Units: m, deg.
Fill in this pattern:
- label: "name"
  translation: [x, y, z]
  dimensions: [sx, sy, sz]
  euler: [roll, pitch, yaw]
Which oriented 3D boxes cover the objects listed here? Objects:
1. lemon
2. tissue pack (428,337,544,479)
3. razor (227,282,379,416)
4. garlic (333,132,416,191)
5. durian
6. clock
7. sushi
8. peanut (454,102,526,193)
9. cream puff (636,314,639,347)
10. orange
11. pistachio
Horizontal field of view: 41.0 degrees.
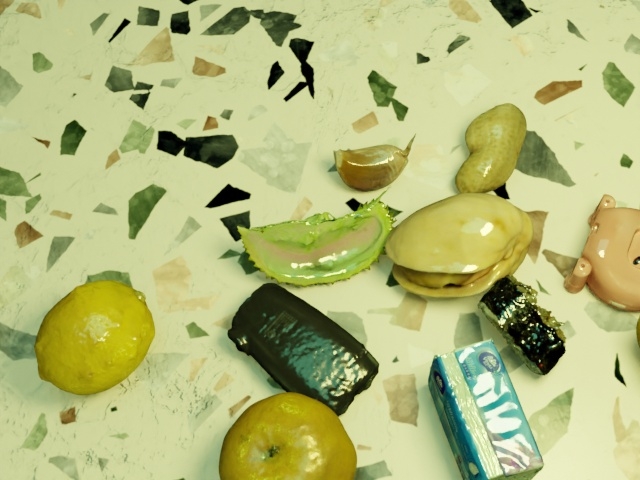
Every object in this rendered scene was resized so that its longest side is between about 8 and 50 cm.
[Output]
- label: "lemon"
  translation: [-0.492, 0.213, 1.863]
  dimensions: [0.288, 0.233, 0.233]
  euler: [-38, 67, -4]
- label: "tissue pack"
  translation: [0.325, 0.361, 1.715]
  dimensions: [0.146, 0.198, 0.263]
  euler: [-16, 65, -4]
- label: "razor"
  translation: [-0.042, 0.238, 1.865]
  dimensions: [0.327, 0.107, 0.189]
  euler: [36, 73, 21]
- label: "garlic"
  translation: [0.135, -0.184, 2.028]
  dimensions: [0.198, 0.129, 0.090]
  euler: [-9, 49, 6]
- label: "durian"
  translation: [0.005, 0.003, 1.934]
  dimensions: [0.355, 0.169, 0.158]
  euler: [-15, 61, -4]
- label: "clock"
  translation: [0.685, 0.039, 1.858]
  dimensions: [0.241, 0.142, 0.227]
  euler: [24, 70, 12]
- label: "sushi"
  translation: [0.433, 0.177, 1.788]
  dimensions: [0.115, 0.147, 0.212]
  euler: [-40, 97, 2]
- label: "peanut"
  translation: [0.401, -0.210, 2.017]
  dimensions: [0.137, 0.122, 0.253]
  euler: [15, 72, 13]
- label: "cream puff"
  translation: [0.776, 0.175, 1.722]
  dimensions: [0.269, 0.323, 0.274]
  euler: [-10, 30, 19]
- label: "orange"
  translation: [-0.065, 0.446, 1.704]
  dimensions: [0.279, 0.235, 0.279]
  euler: [-8, 63, 16]
- label: "pistachio"
  translation: [0.304, 0.007, 1.872]
  dimensions: [0.321, 0.229, 0.238]
  euler: [-16, 39, 7]
